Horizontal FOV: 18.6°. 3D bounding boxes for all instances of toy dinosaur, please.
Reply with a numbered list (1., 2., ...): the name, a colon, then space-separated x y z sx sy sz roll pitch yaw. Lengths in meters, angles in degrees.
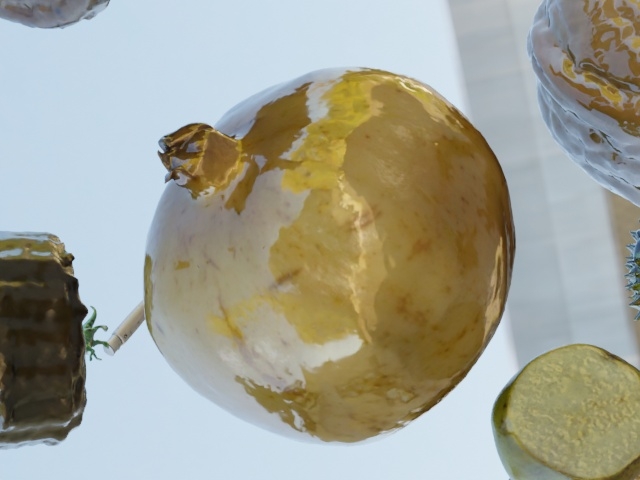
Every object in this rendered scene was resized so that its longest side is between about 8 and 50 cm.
1. toy dinosaur: -0.263 0.105 2.147 0.062 0.021 0.083 -2 -137 -33

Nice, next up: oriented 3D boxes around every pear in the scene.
1. pear: 0.210 0.159 1.605 0.104 0.141 0.141 78 -168 -59

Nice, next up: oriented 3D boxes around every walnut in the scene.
1. walnut: 0.343 -0.167 1.887 0.252 0.313 0.277 -52 -33 -9

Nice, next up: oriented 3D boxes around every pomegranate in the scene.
1. pomegranate: 0.000 0.000 1.655 0.342 0.342 0.342 -11 -90 -70

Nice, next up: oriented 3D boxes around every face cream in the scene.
1. face cream: -0.224 0.095 2.387 0.115 0.020 0.038 -50 -11 -28

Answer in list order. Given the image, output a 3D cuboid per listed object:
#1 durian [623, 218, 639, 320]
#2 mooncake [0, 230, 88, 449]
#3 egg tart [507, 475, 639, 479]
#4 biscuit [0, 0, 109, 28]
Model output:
1. durian: 0.467 0.046 2.173 0.224 0.291 0.291 -4 -97 -42
2. mooncake: -0.303 0.098 1.969 0.228 0.124 0.228 173 90 -69
3. egg tart: 0.290 0.320 2.032 0.171 0.215 0.215 0 -101 -44
4. biscuit: -0.262 -0.301 1.552 0.075 0.296 0.296 -46 -53 -37
